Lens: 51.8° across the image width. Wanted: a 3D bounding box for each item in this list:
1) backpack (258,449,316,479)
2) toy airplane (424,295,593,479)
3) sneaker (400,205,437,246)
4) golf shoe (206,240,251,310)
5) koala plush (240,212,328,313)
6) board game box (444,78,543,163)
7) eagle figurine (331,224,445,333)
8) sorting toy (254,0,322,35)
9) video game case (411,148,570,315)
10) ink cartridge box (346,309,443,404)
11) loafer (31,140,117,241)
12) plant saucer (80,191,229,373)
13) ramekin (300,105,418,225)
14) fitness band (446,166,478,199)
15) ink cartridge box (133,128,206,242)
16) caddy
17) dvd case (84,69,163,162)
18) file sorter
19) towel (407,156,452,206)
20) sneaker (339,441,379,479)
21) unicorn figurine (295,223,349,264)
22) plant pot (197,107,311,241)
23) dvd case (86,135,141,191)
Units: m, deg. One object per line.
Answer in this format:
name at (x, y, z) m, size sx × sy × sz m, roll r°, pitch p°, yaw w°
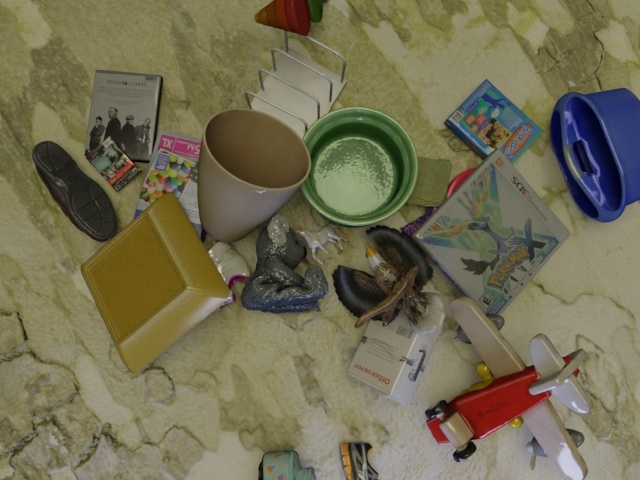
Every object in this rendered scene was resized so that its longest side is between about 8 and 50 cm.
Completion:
backpack at (-0.079, 0.594, 1.568) m, size 0.144 × 0.166 × 0.188 m, roll -12°, pitch 70°, yaw 3°
toy airplane at (0.461, 0.348, 1.564) m, size 0.384 × 0.272 × 0.386 m, roll 13°, pitch 104°, yaw 26°
sneaker at (0.249, -0.032, 1.717) m, size 0.071 × 0.068 × 0.170 m, roll 32°, pitch 79°, yaw 15°
golf shoe at (-0.300, 0.145, 1.655) m, size 0.140 × 0.115 × 0.306 m, roll 39°, pitch 84°, yaw 1°
koala plush at (-0.104, 0.056, 1.624) m, size 0.203 × 0.196 × 0.221 m, roll -3°, pitch 72°, yaw -14°
board game box at (0.463, -0.303, 1.767) m, size 0.210 × 0.047 × 0.160 m, roll 45°, pitch 83°, yaw 5°
eagle figurine at (0.160, 0.091, 1.586) m, size 0.226 × 0.298 × 0.225 m, roll -3°, pitch 99°, yaw -7°
sorting toy at (-0.073, -0.608, 1.685) m, size 0.126 × 0.365 × 0.127 m, roll -5°, pitch 120°, yaw 17°
video game case at (0.435, -0.014, 1.658) m, size 0.329 × 0.036 × 0.300 m, roll -45°, pitch 98°, yaw -14°
ink cartridge box at (0.181, 0.270, 1.619) m, size 0.092 × 0.158 × 0.218 m, roll 35°, pitch 78°, yaw -41°
loafer at (-0.635, -0.118, 1.705) m, size 0.109 × 0.095 × 0.302 m, roll -37°, pitch 89°, yaw -36°
plant saucer at (-0.426, 0.093, 1.583) m, size 0.333 × 0.081 × 0.333 m, roll -39°, pitch 67°, yaw 12°
ramekin at (0.089, -0.176, 1.689) m, size 0.303 × 0.148 × 0.303 m, roll 0°, pitch 82°, yaw -1°
fitness band at (0.414, -0.049, 1.731) m, size 0.209 × 0.054 × 0.291 m, roll 15°, pitch 81°, yaw 3°
ink cartridge box at (-0.368, -0.118, 1.715) m, size 0.186 × 0.065 × 0.311 m, roll 14°, pitch 84°, yaw 1°
caddy at (0.702, -0.217, 1.667) m, size 0.179 × 0.241 × 0.341 m, roll -17°, pitch 82°, yaw -10°
dvd case at (-0.522, -0.331, 1.755) m, size 0.179 × 0.029 × 0.238 m, roll 5°, pitch 82°, yaw 0°
file sorter at (-0.079, -0.371, 1.700) m, size 0.193 × 0.173 × 0.277 m, roll 30°, pitch 83°, yaw 3°
towel at (0.284, -0.154, 1.730) m, size 0.110 × 0.027 × 0.148 m, roll 8°, pitch 65°, yaw 10°
sneaker at (0.107, 0.599, 1.616) m, size 0.083 × 0.084 × 0.215 m, roll -12°, pitch 82°, yaw -8°
unicorn figurine at (0.000, 0.000, 1.685) m, size 0.060 × 0.162 × 0.111 m, roll -37°, pitch 85°, yaw 34°
plant pot at (-0.190, -0.128, 1.575) m, size 0.256 × 0.274 × 0.256 m, roll 15°, pitch 47°, yaw -17°
dvd case at (-0.541, -0.199, 1.723) m, size 0.087 × 0.013 × 0.119 m, roll -41°, pitch 99°, yaw 7°
